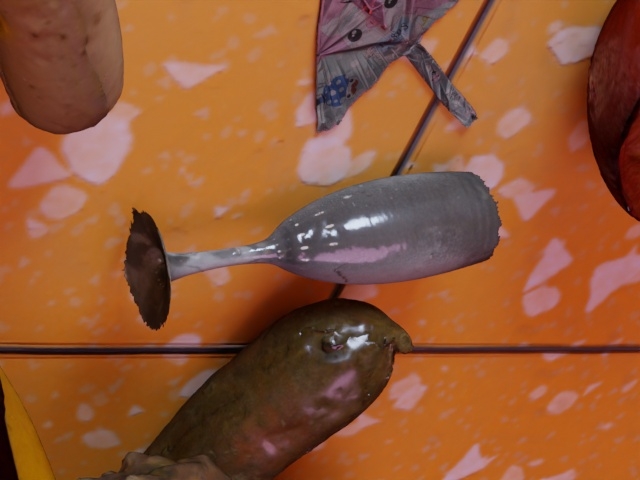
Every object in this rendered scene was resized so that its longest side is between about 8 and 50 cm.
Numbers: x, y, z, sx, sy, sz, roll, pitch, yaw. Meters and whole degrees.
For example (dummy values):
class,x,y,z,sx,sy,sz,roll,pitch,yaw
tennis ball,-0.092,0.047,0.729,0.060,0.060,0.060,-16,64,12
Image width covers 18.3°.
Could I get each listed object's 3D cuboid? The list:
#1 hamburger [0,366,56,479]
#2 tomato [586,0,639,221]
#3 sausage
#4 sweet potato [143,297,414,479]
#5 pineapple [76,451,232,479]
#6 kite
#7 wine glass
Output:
class,x,y,z,sx,sy,sz,roll,pitch,yaw
hamburger,-0.229,0.141,0.850,0.176,0.300,0.300,-21,142,12
tomato,0.233,-0.103,1.055,0.228,0.101,0.228,-16,145,-11
sausage,-0.129,-0.156,0.786,0.066,0.066,0.301,-25,142,-9
sweet potato,-0.061,0.126,1.117,0.273,0.075,0.075,-44,140,18
pineapple,-0.184,0.241,1.060,0.340,0.169,0.169,-28,143,20
kite,0.048,-0.100,1.006,0.137,0.005,0.152,-44,140,15
wine glass,0.000,0.000,1.033,0.198,0.066,0.066,-10,136,-25
